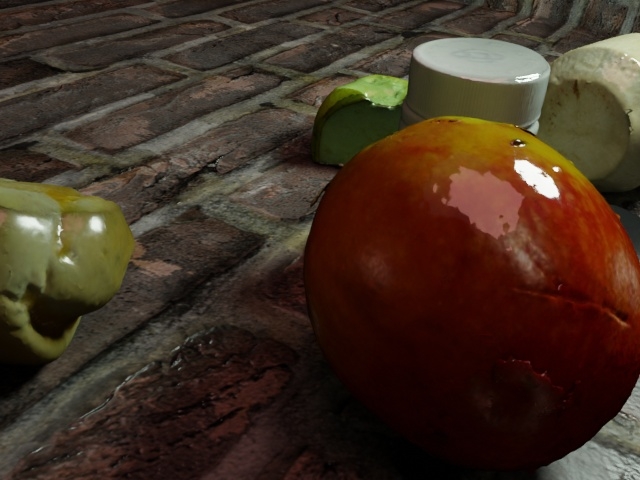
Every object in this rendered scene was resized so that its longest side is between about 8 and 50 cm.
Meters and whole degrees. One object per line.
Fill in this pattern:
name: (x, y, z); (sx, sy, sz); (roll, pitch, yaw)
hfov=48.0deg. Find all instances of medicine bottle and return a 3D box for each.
medicine bottle: (0.197, -0.106, 1.024); (0.189, 0.332, 0.190); (5, 29, -3)

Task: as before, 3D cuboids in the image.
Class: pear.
pear: (0.135, -0.244, 1.440); (0.292, 0.160, 0.292); (5, 26, -3)

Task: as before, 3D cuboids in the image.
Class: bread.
bread: (-0.384, 0.031, 0.797); (0.341, 0.210, 0.300); (5, 6, -16)

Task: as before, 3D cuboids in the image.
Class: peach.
peach: (0.152, 0.057, 0.757); (0.369, 0.370, 0.370); (5, 29, -3)

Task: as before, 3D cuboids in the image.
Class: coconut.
coconut: (0.570, -0.249, 1.412); (0.322, 0.323, 0.323); (5, 29, -3)

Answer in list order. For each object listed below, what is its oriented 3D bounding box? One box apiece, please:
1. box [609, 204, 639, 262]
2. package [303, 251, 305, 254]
box: (0.487, -0.001, 1.197); (0.212, 0.042, 0.201); (-10, 33, -25)
package: (0.000, 0.000, 1.120); (0.037, 0.015, 0.110); (5, 28, 8)
